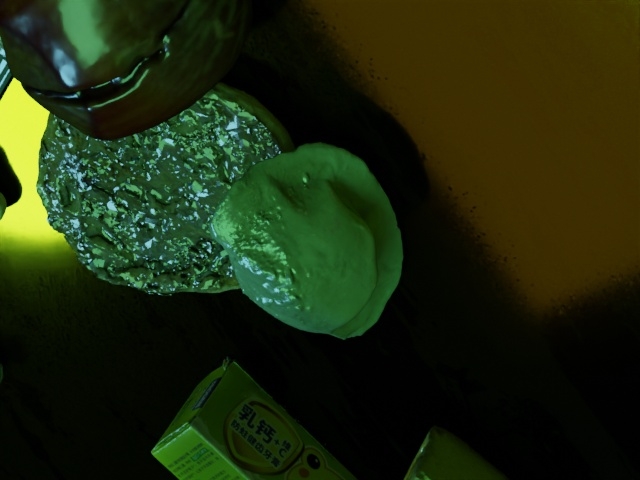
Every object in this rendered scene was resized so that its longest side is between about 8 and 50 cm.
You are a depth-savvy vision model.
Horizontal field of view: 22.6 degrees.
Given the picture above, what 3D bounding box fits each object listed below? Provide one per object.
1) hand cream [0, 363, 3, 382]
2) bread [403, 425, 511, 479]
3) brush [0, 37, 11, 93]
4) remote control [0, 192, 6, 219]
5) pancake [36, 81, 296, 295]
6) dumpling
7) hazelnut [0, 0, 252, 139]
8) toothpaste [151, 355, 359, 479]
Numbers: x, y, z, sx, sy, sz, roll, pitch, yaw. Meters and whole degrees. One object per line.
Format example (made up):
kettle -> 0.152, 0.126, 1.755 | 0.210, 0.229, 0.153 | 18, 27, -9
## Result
hand cream -> -0.457, 0.134, 1.796 | 0.234, 0.050, 0.080 | 7, 130, 29
bread -> 0.138, 0.298, 1.550 | 0.160, 0.140, 0.169 | 25, 112, 3
brush -> -0.330, -0.131, 1.550 | 0.062, 0.027, 0.266 | 35, 131, -7
remote control -> -0.380, -0.029, 1.629 | 0.122, 0.032, 0.074 | -26, 124, 24
pancake -> -0.143, -0.054, 1.504 | 0.283, 0.049, 0.282 | 12, 127, 16
dumpling -> -0.001, 0.013, 1.413 | 0.153, 0.108, 0.219 | -37, 132, 18
hazelnut -> -0.164, -0.188, 1.326 | 0.181, 0.181, 0.212 | 14, 154, 41
toothpaste -> -0.018, 0.274, 1.644 | 0.327, 0.110, 0.077 | 44, 132, -9
